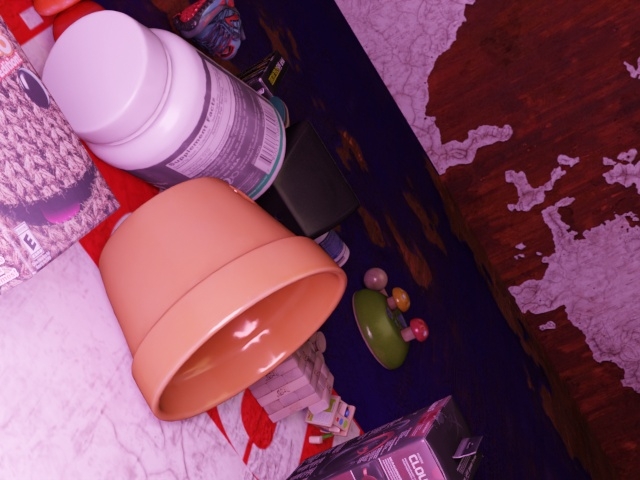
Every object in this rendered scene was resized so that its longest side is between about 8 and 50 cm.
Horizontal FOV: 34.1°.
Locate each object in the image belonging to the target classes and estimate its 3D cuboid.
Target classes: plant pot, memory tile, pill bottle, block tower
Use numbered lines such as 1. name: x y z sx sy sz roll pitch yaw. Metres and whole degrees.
1. plant pot: -0.076 -0.066 1.792 0.187 0.188 0.167 58 32 -16
2. memory tile: -0.022 0.202 1.727 0.113 0.012 0.148 48 38 -49
3. pill bottle: 0.000 0.000 2.053 0.120 0.067 0.067 50 22 -34
4. pill bottle: -0.217 -0.180 1.501 0.361 0.204 0.204 28 39 -60
5. plant pot: -0.141 0.058 1.307 0.203 0.291 0.291 51 14 18
6. block tower: -0.109 0.121 1.556 0.335 0.097 0.091 55 20 -17

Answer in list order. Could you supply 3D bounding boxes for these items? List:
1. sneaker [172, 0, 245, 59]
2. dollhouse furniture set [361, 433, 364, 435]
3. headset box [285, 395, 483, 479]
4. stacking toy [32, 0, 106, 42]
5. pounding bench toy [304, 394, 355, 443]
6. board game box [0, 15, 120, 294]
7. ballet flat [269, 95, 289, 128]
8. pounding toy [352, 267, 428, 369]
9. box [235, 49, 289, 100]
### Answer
1. sneaker: -0.199 -0.416 2.043 0.125 0.104 0.262 61 18 -11
2. dollhouse furniture set: 0.139 0.395 1.853 0.091 0.081 0.114 44 26 -45
3. headset box: 0.091 0.335 1.471 0.110 0.293 0.218 63 17 1
4. stacking toy: -0.401 -0.402 1.471 0.141 0.141 0.330 -80 147 -61
5. pounding bench toy: 0.013 0.299 1.693 0.065 0.052 0.083 42 59 -49
6. board game box: -0.373 -0.095 1.061 0.291 0.141 0.232 59 18 -12
7. ballet flat: -0.099 -0.191 2.061 0.086 0.086 0.248 51 23 -32
8. pounding toy: 0.162 0.157 2.205 0.183 0.110 0.237 57 19 -17
9. box: -0.153 -0.240 1.781 0.045 0.191 0.184 56 19 -15
